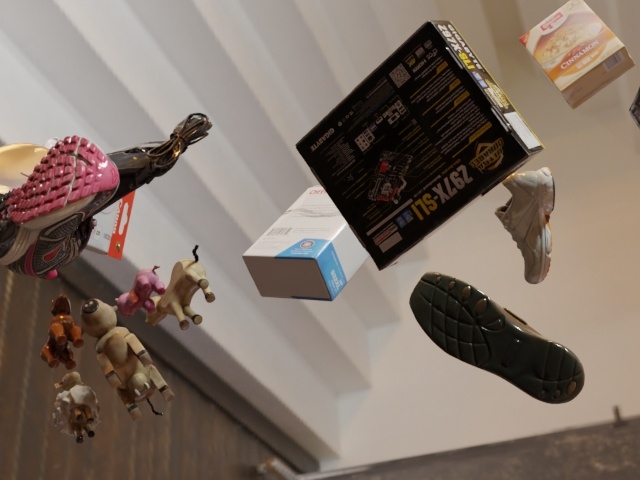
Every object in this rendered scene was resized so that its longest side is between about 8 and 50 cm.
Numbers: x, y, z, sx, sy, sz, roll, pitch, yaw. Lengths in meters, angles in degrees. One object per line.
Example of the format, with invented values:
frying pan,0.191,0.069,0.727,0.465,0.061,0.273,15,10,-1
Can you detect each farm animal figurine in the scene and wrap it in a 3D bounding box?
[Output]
farm animal figurine,-0.360,0.178,1.755,0.172,0.330,0.327,41,-39,51

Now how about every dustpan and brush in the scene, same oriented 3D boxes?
dustpan and brush,-0.411,-0.106,1.355,0.211,0.147,0.060,-80,-173,-49

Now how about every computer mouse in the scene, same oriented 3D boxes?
computer mouse,-0.315,-0.126,1.556,0.072,0.272,0.188,53,33,-16

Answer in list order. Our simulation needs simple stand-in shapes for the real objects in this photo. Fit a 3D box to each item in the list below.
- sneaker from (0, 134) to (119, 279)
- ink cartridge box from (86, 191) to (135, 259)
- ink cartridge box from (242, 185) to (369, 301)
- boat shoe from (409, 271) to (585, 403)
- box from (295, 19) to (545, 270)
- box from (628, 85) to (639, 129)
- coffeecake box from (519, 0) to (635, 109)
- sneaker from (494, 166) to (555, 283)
sneaker,-0.326,-0.035,1.190,0.112,0.299,0.121,29,57,-27
ink cartridge box,-0.439,-0.063,2.001,0.232,0.066,0.189,30,70,-67
ink cartridge box,0.000,0.000,2.246,0.307,0.223,0.129,-48,126,-40
boat shoe,0.299,0.171,1.619,0.324,0.123,0.120,35,5,17
box,0.145,-0.146,1.488,0.257,0.322,0.079,55,32,9
box,0.694,-0.303,1.585,0.242,0.307,0.077,73,-6,-68
coffeecake box,0.495,-0.367,1.839,0.068,0.142,0.185,39,20,-44
sneaker,0.432,-0.031,2.021,0.099,0.121,0.263,-75,163,-68
